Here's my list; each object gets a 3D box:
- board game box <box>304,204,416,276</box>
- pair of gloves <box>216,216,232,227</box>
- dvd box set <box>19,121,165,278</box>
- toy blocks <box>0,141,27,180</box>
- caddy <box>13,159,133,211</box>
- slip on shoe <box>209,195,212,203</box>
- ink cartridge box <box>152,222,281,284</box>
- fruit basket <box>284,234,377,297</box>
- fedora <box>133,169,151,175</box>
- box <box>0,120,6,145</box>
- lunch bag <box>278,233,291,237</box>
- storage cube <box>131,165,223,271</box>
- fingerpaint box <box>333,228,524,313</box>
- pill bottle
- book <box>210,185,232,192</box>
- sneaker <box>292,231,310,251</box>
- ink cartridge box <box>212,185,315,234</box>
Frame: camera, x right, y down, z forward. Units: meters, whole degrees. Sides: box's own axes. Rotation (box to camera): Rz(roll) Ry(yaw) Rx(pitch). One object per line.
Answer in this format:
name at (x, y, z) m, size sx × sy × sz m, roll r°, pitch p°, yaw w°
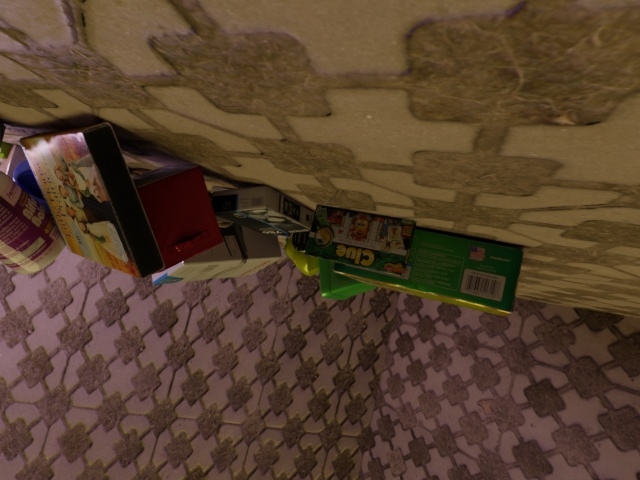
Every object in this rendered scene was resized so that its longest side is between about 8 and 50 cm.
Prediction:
board game box at (0.094, -0.003, 1.155) m, size 0.259 × 0.136 × 0.030 m, roll 11°, pitch 176°, yaw 24°
pair of gloves at (-0.401, -0.111, 1.549) m, size 0.240 × 0.042 × 0.204 m, roll 29°, pitch -170°, yaw 26°
dvd box set at (-0.515, -0.092, 1.035) m, size 0.420 × 0.308 × 0.062 m, roll 10°, pitch -149°, yaw 44°
toy blocks at (-0.912, -0.145, 1.571) m, size 0.190 × 0.261 × 0.381 m, roll 9°, pitch 173°, yaw 42°
caddy at (-0.695, -0.133, 1.365) m, size 0.341 × 0.179 × 0.241 m, roll 15°, pitch -144°, yaw -17°
slip on shoe at (-0.314, -0.116, 1.544) m, size 0.135 × 0.052 × 0.041 m, roll 10°, pitch -150°, yaw -31°
ink cartridge box at (-0.387, 0.039, 1.727) m, size 0.394 × 0.167 × 0.285 m, roll -2°, pitch 164°, yaw -41°
fruit basket at (0.025, 0.098, 1.902) m, size 0.391 × 0.283 × 0.392 m, roll -3°, pitch 170°, yaw -1°
fedora at (-0.470, -0.147, 1.394) m, size 0.194 × 0.079 × 0.194 m, roll 13°, pitch 174°, yaw 1°
box at (-0.771, -0.248, 1.009) m, size 0.113 × 0.094 × 0.275 m, roll 17°, pitch 175°, yaw -26°
lunch bag at (-0.139, -0.049, 1.652) m, size 0.098 × 0.067 × 0.065 m, roll 12°, pitch 175°, yaw 7°
storage cube at (-0.376, -0.058, 1.106) m, size 0.183 × 0.193 × 0.214 m, roll -29°, pitch -154°, yaw -37°
fingerpaint box at (0.308, 0.079, 1.314) m, size 0.444 × 0.163 × 0.371 m, roll 12°, pitch 174°, yaw 21°
pill bottle at (-0.780, -0.065, 1.132) m, size 0.169 × 0.169 × 0.302 m, roll 11°, pitch 148°, yaw 32°
book at (-0.234, -0.118, 1.355) m, size 0.096 × 0.035 × 0.144 m, roll 14°, pitch 176°, yaw 30°
sneaker at (0.000, 0.000, 1.668) m, size 0.271 × 0.101 × 0.107 m, roll 8°, pitch 178°, yaw 44°
ink cartridge box at (-0.131, -0.068, 1.277) m, size 0.165 × 0.065 × 0.332 m, roll -4°, pitch 169°, yaw 25°
